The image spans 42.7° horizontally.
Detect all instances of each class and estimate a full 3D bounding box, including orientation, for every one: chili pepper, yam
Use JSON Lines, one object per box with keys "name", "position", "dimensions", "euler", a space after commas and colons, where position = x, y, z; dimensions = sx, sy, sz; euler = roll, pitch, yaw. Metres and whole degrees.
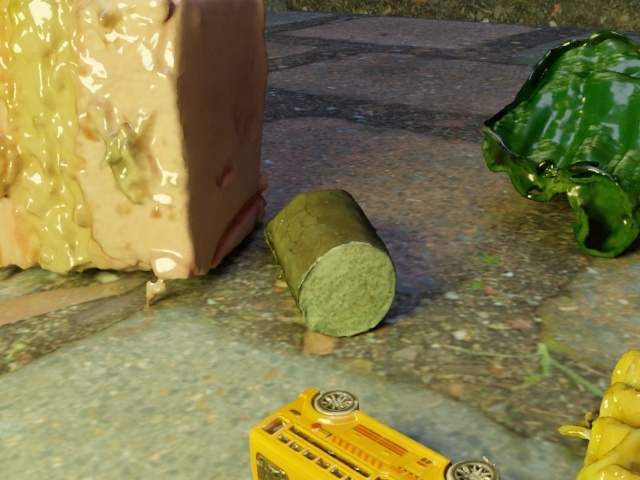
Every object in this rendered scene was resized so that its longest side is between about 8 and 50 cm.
{"name": "chili pepper", "position": [0.319, -0.113, 1.002], "dimensions": [0.213, 0.167, 0.385], "euler": [-8, 30, 26]}
{"name": "yam", "position": [0.000, 0.000, 0.817], "dimensions": [0.106, 0.106, 0.259], "euler": [-6, 23, -11]}

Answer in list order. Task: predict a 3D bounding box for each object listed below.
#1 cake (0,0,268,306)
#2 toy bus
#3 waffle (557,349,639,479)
{"name": "cake", "position": [-0.231, -0.137, 0.901], "dimensions": [0.307, 0.314, 0.293], "euler": [4, 21, 19]}
{"name": "toy bus", "position": [0.032, 0.149, 0.476], "dimensions": [0.074, 0.069, 0.162], "euler": [-21, 27, -38]}
{"name": "waffle", "position": [0.290, 0.144, 0.483], "dimensions": [0.329, 0.062, 0.329], "euler": [-2, 23, 1]}
